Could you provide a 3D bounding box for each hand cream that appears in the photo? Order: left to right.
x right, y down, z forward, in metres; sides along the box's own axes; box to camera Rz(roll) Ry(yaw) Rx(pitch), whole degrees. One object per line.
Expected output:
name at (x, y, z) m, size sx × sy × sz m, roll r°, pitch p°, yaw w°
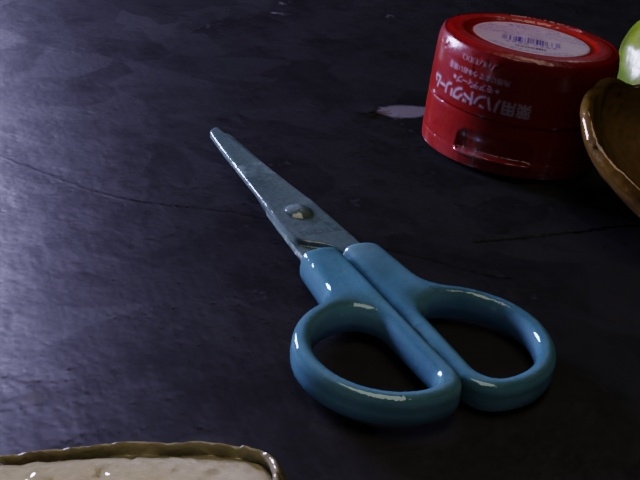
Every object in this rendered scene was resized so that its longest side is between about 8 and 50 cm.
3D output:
hand cream at (0.206, -0.154, 1.073) m, size 0.193 × 0.125 × 0.193 m, roll 6°, pitch 25°, yaw -3°

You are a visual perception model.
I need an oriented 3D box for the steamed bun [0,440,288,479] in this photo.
steamed bun at (-0.118, 0.162, 0.410) m, size 0.231 × 0.111 × 0.212 m, roll 1°, pitch 11°, yaw -6°

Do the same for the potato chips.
potato chips at (0.319, -0.061, 0.960) m, size 0.208 × 0.062 × 0.195 m, roll 41°, pitch 42°, yaw 6°

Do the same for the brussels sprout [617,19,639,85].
brussels sprout at (0.440, -0.190, 1.160) m, size 0.223 × 0.161 × 0.223 m, roll 2°, pitch 22°, yaw -1°

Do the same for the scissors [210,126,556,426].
scissors at (0.000, 0.000, 0.828) m, size 0.192 × 0.029 × 0.447 m, roll -7°, pitch 32°, yaw -27°
